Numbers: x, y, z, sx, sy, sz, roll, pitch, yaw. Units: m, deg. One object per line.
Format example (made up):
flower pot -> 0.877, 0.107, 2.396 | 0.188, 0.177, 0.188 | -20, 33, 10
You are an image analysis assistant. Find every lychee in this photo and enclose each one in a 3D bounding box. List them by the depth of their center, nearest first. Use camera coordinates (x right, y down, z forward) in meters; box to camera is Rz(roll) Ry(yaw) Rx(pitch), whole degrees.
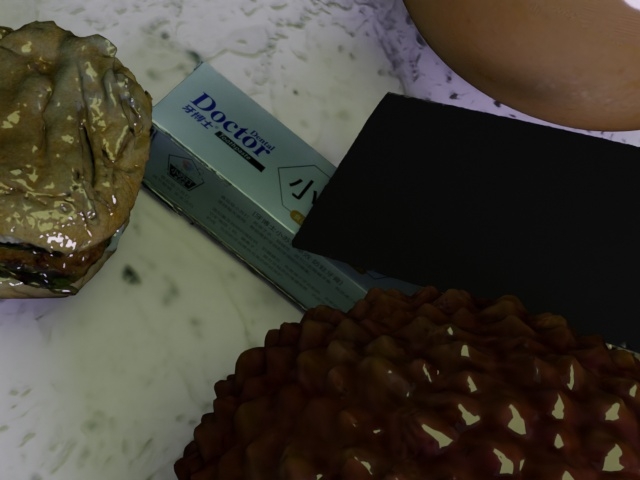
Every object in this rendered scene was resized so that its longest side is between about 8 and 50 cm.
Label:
lychee -> 0.075, 0.176, 0.443 | 0.330, 0.306, 0.306 | 34, 54, 9

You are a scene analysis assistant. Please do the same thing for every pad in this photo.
pad -> 0.120, -0.024, 0.563 | 0.243, 0.004, 0.163 | 17, 57, 23

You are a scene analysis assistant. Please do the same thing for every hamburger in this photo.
hamburger -> -0.211, -0.042, 0.527 | 0.206, 0.130, 0.183 | 4, 61, -4

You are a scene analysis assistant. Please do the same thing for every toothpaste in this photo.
toothpaste -> 0.000, 0.000, 0.630 | 0.313, 0.071, 0.089 | 39, 51, -3

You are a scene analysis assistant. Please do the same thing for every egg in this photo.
egg -> 0.241, -0.250, 0.729 | 0.374, 0.301, 0.300 | 8, 63, -22

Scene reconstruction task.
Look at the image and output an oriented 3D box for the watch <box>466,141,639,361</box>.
watch -> 0.196, 0.009, 0.632 | 0.269, 0.164, 0.102 | 23, 49, 31
